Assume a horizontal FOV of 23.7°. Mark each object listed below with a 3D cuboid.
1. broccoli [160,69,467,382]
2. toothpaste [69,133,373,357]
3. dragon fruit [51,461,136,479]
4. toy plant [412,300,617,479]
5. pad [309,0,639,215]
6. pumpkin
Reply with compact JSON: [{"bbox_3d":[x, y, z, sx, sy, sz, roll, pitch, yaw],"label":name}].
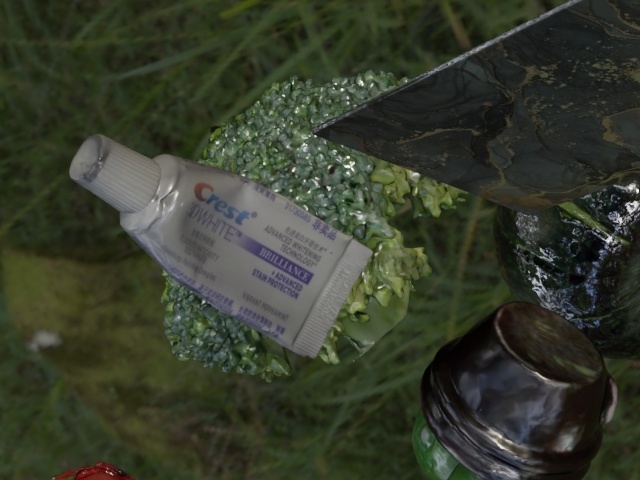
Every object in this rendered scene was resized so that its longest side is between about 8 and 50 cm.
[{"bbox_3d":[-0.003,-0.024,1.591,0.277,0.317,0.338,-17,73,31],"label":"broccoli"},{"bbox_3d":[-0.083,-0.003,1.252,0.099,0.282,0.068,-44,35,23],"label":"toothpaste"},{"bbox_3d":[-0.219,0.285,1.464,0.130,0.121,0.142,-39,63,35],"label":"dragon fruit"},{"bbox_3d":[0.166,0.178,1.443,0.175,0.218,0.235,17,121,-14],"label":"toy plant"},{"bbox_3d":[0.192,-0.096,1.190,0.367,0.247,0.007,-20,57,53],"label":"pad"},{"bbox_3d":[0.358,-0.019,1.777,0.241,0.323,0.323,-125,32,-56],"label":"pumpkin"}]
